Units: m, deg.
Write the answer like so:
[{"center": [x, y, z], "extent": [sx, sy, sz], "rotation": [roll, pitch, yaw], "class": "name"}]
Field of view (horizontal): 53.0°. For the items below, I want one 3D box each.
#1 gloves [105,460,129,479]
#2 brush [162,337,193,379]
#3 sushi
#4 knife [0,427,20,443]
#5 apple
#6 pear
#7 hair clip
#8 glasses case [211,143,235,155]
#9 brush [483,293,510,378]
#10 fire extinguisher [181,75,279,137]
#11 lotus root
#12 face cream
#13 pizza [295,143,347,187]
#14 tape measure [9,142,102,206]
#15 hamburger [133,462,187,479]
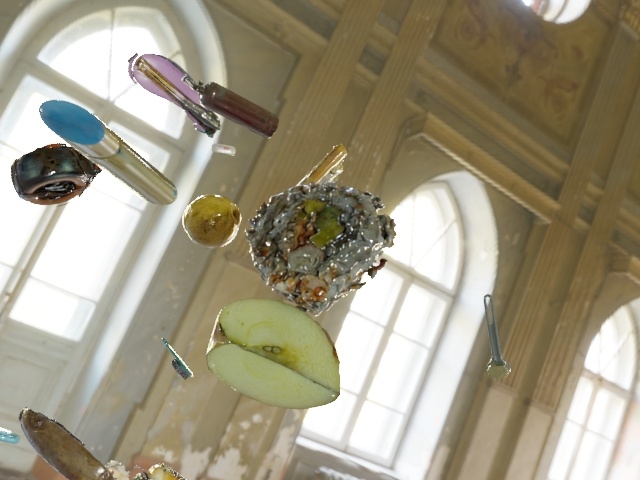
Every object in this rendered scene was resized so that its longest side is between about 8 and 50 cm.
[{"center": [-0.706, 0.819, 2.176], "extent": [0.114, 0.153, 0.070], "rotation": [41, 25, 9], "class": "gloves"}, {"center": [-0.373, 0.306, 1.642], "extent": [0.043, 0.032, 0.193], "rotation": [49, -12, 36], "class": "brush"}, {"center": [0.004, -0.001, 1.726], "extent": [0.418, 0.417, 0.175], "rotation": [15, -30, 36], "class": "sushi"}, {"center": [-0.833, 0.442, 1.543], "extent": [0.222, 0.031, 0.064], "rotation": [25, -12, -17], "class": "knife"}, {"center": [-0.111, 0.289, 1.608], "extent": [0.346, 0.253, 0.179], "rotation": [24, -2, -4], "class": "apple"}, {"center": [-0.394, -0.075, 2.377], "extent": [0.209, 0.208, 0.209], "rotation": [22, -11, 5], "class": "pear"}, {"center": [-0.439, -0.460, 2.001], "extent": [0.359, 0.110, 0.095], "rotation": [40, 23, -28], "class": "hair clip"}, {"center": [-0.335, -0.314, 2.219], "extent": [0.083, 0.032, 0.021], "rotation": [8, -9, -17], "class": "glasses case"}, {"center": [0.463, 0.261, 1.719], "extent": [0.062, 0.027, 0.266], "rotation": [-5, -65, 22], "class": "brush"}, {"center": [-0.239, -0.358, 1.696], "extent": [0.268, 0.072, 0.089], "rotation": [22, 19, -36], "class": "fire extinguisher"}, {"center": [-0.677, 0.555, 1.665], "extent": [0.330, 0.078, 0.167], "rotation": [30, -46, 16], "class": "lotus root"}, {"center": [-0.385, -0.158, 1.198], "extent": [0.139, 0.067, 0.285], "rotation": [26, -11, 26], "class": "face cream"}, {"center": [-0.016, -0.194, 2.137], "extent": [0.089, 0.323, 0.223], "rotation": [45, 16, -3], "class": "pizza"}, {"center": [-0.753, -0.187, 1.809], "extent": [0.202, 0.135, 0.223], "rotation": [-29, -13, 34], "class": "tape measure"}, {"center": [-0.328, 0.563, 1.414], "extent": [0.164, 0.093, 0.189], "rotation": [5, -42, 55], "class": "hamburger"}]
